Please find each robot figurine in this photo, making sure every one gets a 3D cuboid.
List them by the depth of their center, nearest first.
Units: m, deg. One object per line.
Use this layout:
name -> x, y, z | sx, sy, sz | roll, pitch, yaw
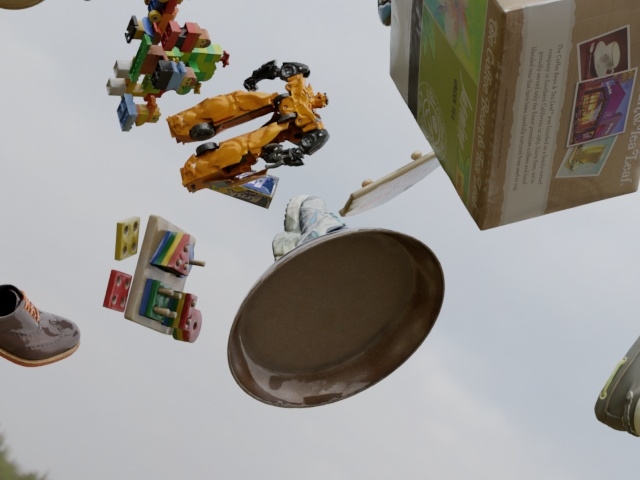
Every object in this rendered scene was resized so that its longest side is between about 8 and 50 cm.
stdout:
robot figurine -> -0.119, -0.199, 2.365 | 0.085, 0.291, 0.211 | 51, 21, -67

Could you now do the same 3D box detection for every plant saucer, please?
plant saucer -> 0.016, 0.096, 1.764 | 0.310, 0.311, 0.050 | 53, 3, -46

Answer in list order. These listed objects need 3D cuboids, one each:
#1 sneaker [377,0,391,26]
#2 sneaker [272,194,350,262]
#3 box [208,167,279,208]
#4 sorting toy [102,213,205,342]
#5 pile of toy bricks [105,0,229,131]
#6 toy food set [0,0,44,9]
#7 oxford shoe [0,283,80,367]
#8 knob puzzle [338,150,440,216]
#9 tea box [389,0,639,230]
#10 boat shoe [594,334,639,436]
sneaker -> 0.220, -0.489, 2.277 | 0.140, 0.341, 0.125 | 18, 37, -28
sneaker -> 0.000, 0.000, 2.335 | 0.122, 0.283, 0.110 | -7, -66, 10
box -> -0.176, -0.125, 2.800 | 0.169, 0.054, 0.059 | 18, -28, -5
sorting toy -> -0.186, 0.046, 1.659 | 0.046, 0.132, 0.274 | 10, -10, 18
pile of toy bricks -> -0.155, -0.202, 1.497 | 0.105, 0.118, 0.212 | -1, -35, -29
toy food set -> -0.364, -0.339, 1.581 | 0.038, 0.192, 0.132 | -118, -152, -59
oxford shoe -> -0.458, 0.124, 2.028 | 0.271, 0.098, 0.097 | 12, 38, -51
knob puzzle -> 0.109, -0.094, 2.130 | 0.030, 0.213, 0.213 | 60, -15, 8
tea box -> 0.237, -0.251, 1.585 | 0.329, 0.220, 0.323 | 88, -18, -46
boat shoe -> 0.468, 0.137, 1.759 | 0.091, 0.305, 0.109 | 9, -43, 46
